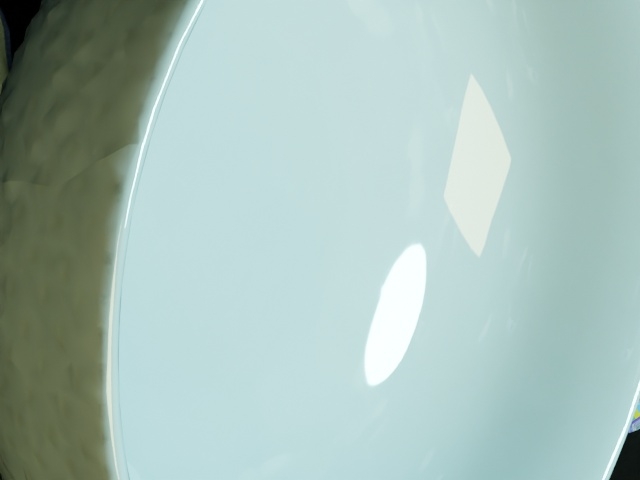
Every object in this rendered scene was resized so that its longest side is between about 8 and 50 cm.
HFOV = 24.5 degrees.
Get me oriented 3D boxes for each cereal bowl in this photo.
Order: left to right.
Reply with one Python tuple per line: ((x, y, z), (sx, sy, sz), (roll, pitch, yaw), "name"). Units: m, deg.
((0.000, 0.000, 0.560), (0.339, 0.141, 0.339), (-16, 111, -48), "cereal bowl")

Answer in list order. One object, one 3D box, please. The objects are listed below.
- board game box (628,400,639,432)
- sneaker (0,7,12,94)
((0.171, 0.054, 0.821), (0.133, 0.033, 0.169), (6, 119, -21), "board game box")
((-0.088, -0.006, 0.629), (0.131, 0.112, 0.296), (-62, 147, -1), "sneaker")
